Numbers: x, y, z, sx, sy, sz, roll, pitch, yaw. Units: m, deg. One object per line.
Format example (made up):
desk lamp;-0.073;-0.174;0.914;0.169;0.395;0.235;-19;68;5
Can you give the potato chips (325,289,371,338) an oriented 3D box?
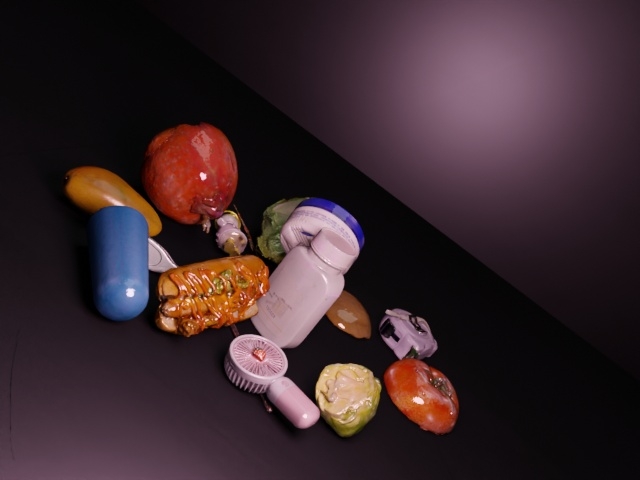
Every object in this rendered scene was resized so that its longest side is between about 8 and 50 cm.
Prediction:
potato chips;0.080;0.200;2.045;0.195;0.061;0.208;30;22;-13

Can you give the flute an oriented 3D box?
flute;-0.154;0.274;1.525;0.014;0.014;0.269;21;25;-39

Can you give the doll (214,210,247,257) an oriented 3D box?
doll;-0.254;-0.021;1.942;0.129;0.081;0.207;60;2;-32

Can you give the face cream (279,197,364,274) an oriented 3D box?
face cream;0.000;0.000;1.790;0.206;0.206;0.111;37;54;-1

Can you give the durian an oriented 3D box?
durian;-0.073;-0.034;2.016;0.198;0.163;0.394;27;31;-7

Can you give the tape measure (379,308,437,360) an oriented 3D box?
tape measure;0.264;0.281;2.109;0.178;0.105;0.196;43;21;21

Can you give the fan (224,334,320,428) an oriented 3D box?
fan;-0.097;0.293;1.444;0.244;0.074;0.130;40;31;24

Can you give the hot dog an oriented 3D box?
hot dog;-0.221;0.120;1.530;0.117;0.158;0.349;14;9;27

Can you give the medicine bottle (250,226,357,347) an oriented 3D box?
medicine bottle;-0.041;0.111;1.672;0.111;0.296;0.161;9;32;-53

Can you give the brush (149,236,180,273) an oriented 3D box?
brush;-0.367;0.053;1.622;0.297;0.068;0.060;36;-3;-14

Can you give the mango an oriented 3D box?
mango;-0.487;-0.090;1.645;0.253;0.113;0.138;33;9;-20

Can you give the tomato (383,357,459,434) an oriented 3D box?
tomato;0.284;0.403;1.871;0.237;0.095;0.236;33;19;-13

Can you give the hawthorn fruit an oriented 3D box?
hawthorn fruit;-0.339;-0.151;1.861;0.276;0.276;0.307;8;56;-55

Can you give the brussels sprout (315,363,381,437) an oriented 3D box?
brussels sprout;0.058;0.357;1.549;0.152;0.122;0.149;-19;43;-25

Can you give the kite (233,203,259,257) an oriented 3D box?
kite;-0.202;-0.013;1.962;0.244;0.006;0.197;-125;-168;-77

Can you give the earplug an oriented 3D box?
earplug;-0.411;0.056;1.426;0.133;0.132;0.272;25;26;-32
